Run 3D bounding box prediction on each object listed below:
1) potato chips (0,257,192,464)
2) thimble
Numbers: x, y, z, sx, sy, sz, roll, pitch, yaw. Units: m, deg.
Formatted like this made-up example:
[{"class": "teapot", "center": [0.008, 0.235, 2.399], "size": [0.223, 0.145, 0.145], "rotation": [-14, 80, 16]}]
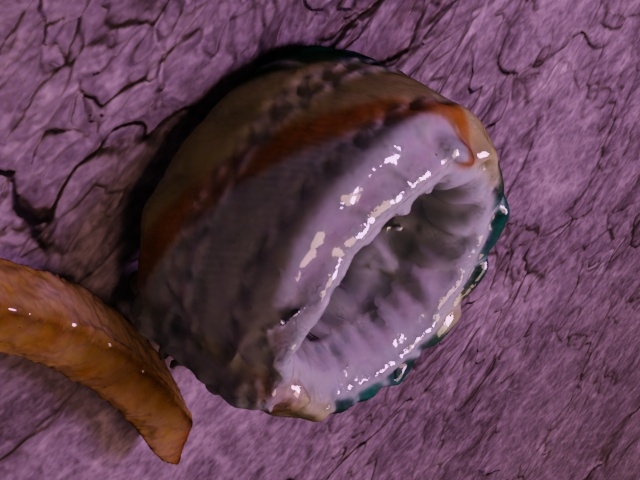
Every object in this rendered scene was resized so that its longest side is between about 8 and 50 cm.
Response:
[{"class": "potato chips", "center": [-0.172, 0.082, 1.108], "size": [0.080, 0.057, 0.407], "rotation": [-40, 152, 3]}, {"class": "thimble", "center": [0.000, 0.000, 1.161], "size": [0.288, 0.167, 0.254], "rotation": [-40, 148, -24]}]
